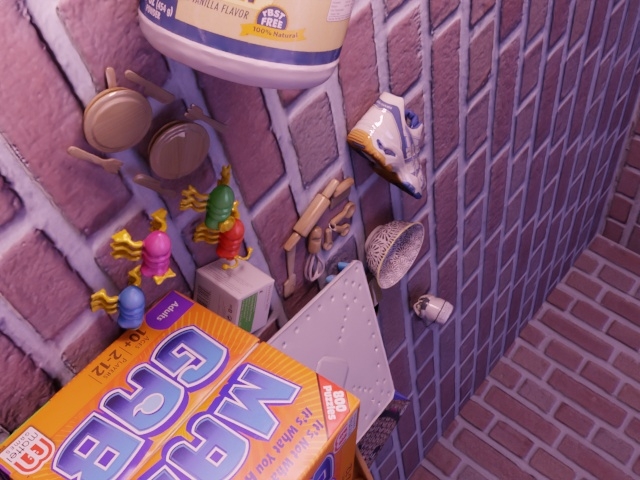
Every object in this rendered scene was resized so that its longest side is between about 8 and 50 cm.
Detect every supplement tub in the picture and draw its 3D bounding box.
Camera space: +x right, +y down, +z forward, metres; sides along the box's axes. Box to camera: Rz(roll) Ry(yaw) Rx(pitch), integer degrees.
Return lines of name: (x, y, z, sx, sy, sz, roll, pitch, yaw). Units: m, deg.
supplement tub: (-0.055, -0.341, 0.741, 0.228, 0.228, 0.316, -20, 135, -49)

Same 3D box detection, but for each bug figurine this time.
bug figurine: (-0.196, 0.017, 1.027, 0.279, 0.072, 0.216, -38, 161, -31)

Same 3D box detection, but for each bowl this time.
bowl: (0.152, 0.016, 1.606, 0.170, 0.080, 0.170, -38, 147, -31)

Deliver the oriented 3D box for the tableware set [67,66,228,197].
tableware set: (-0.218, -0.137, 0.899, 0.128, 0.039, 0.194, -49, 148, 11)

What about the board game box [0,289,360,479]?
board game box: (-0.191, 0.372, 1.083, 0.356, 0.356, 0.356, -46, 152, -36)

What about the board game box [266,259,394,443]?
board game box: (0.001, 0.297, 1.505, 0.390, 0.050, 0.389, -41, 127, -40)

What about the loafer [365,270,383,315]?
loafer: (0.126, 0.126, 1.712, 0.056, 0.050, 0.148, -38, 147, -33)

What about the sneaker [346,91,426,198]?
sneaker: (0.162, -0.178, 1.389, 0.131, 0.112, 0.296, -57, 153, -1)

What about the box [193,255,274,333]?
box: (-0.146, 0.095, 1.185, 0.087, 0.102, 0.101, -28, 140, -46)

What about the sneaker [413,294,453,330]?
sneaker: (0.316, 0.195, 2.058, 0.094, 0.091, 0.258, -57, 174, -11)

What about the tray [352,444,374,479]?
tray: (-0.073, 0.639, 1.728, 0.411, 0.076, 0.202, -32, 122, -14)

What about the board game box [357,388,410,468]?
board game box: (0.082, 0.517, 1.949, 0.291, 0.141, 0.232, -59, 152, 4)

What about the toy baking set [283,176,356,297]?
toy baking set: (-0.001, -0.004, 1.392, 0.256, 0.030, 0.196, -53, 152, -9)
